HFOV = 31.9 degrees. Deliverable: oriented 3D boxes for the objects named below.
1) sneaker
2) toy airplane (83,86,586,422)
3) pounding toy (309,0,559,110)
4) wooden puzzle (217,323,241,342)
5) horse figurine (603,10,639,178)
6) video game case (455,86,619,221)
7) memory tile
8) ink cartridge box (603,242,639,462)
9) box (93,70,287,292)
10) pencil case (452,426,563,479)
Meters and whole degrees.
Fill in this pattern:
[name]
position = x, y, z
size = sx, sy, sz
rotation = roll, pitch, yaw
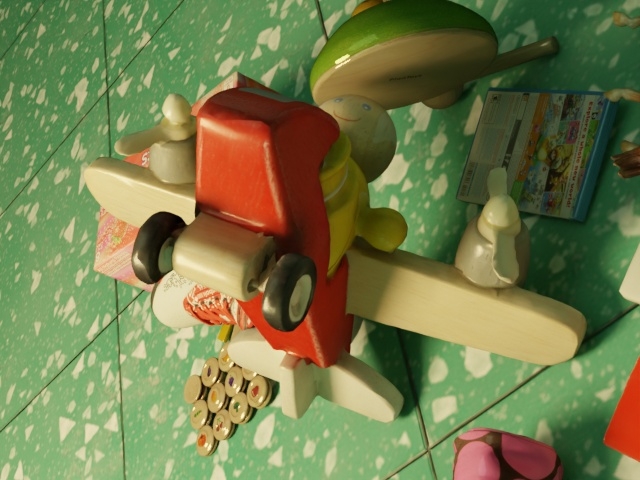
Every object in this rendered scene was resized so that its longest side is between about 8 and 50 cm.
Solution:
[sneaker]
position = -0.100, 0.066, 1.282
size = 0.270, 0.090, 0.145
rotation = -32, 40, 27
[toy airplane]
position = 0.000, 0.000, 1.023
size = 0.384, 0.386, 0.272
rotation = -15, 46, 61
[pounding toy]
position = 0.088, -0.208, 1.090
size = 0.183, 0.236, 0.110
rotation = -26, 73, 44
[wooden puzzle]
position = -0.080, 0.095, 1.341
size = 0.116, 0.014, 0.079
rotation = 4, 78, 54
[horse figurine]
position = 0.315, -0.169, 0.929
size = 0.174, 0.066, 0.263
rotation = -17, 55, 55
[video game case]
position = 0.202, -0.085, 1.061
size = 0.166, 0.015, 0.119
rotation = 14, 87, 56
[memory tile]
position = -0.112, 0.177, 1.322
size = 0.148, 0.012, 0.113
rotation = -45, 43, 32
[ink cartridge box]
position = 0.324, 0.073, 0.778
size = 0.275, 0.060, 0.239
rotation = 22, 87, 55
[box]
position = -0.142, -0.057, 1.398
size = 0.300, 0.142, 0.154
rotation = -29, 49, 41
[pencil case]
position = 0.151, 0.253, 0.875
size = 0.095, 0.098, 0.209
rotation = 83, -171, -63
